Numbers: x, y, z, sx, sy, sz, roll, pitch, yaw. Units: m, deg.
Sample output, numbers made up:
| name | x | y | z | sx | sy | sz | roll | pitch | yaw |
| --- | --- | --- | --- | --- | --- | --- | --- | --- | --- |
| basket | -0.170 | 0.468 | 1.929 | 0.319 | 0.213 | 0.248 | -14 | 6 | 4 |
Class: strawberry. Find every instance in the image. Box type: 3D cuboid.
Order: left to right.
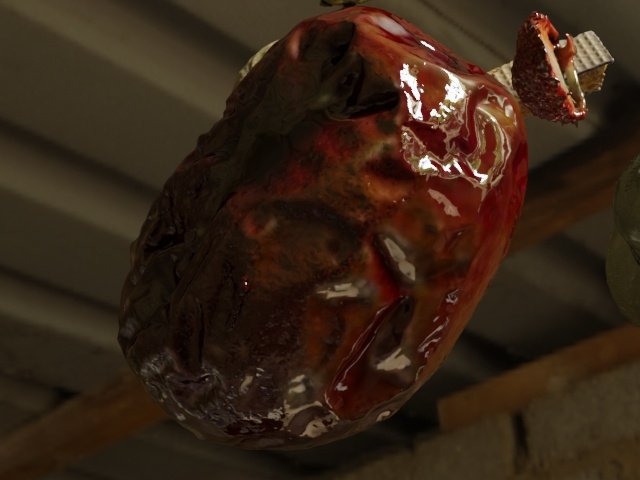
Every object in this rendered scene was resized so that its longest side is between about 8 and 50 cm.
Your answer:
| name | x | y | z | sx | sy | sz | roll | pitch | yaw |
| --- | --- | --- | --- | --- | --- | --- | --- | --- | --- |
| strawberry | 0.285 | -0.236 | 1.907 | 0.087 | 0.167 | 0.208 | -19 | -24 | 21 |

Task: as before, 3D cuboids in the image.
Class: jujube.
| name | x | y | z | sx | sy | sz | roll | pitch | yaw |
| --- | --- | --- | --- | --- | --- | --- | --- | --- | --- |
| jujube | 0.000 | 0.002 | 1.168 | 0.276 | 0.276 | 0.377 | 15 | -65 | -31 |

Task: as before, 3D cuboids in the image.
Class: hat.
| name | x | y | z | sx | sy | sz | roll | pitch | yaw |
| --- | --- | --- | --- | --- | --- | --- | --- | --- | --- |
| hat | 0.389 | -0.032 | 1.527 | 0.257 | 0.257 | 0.130 | -25 | -44 | 29 |

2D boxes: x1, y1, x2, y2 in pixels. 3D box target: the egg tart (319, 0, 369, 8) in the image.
| name | x | y | z | sx | sy | sz | roll | pitch | yaw |
| --- | --- | --- | --- | --- | --- | --- | --- | --- | --- |
| egg tart | 0.106 | -0.414 | 1.690 | 0.132 | 0.345 | 0.345 | 21 | -38 | -18 |

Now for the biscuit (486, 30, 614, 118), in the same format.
| name | x | y | z | sx | sy | sz | roll | pitch | yaw |
| --- | --- | --- | --- | --- | --- | --- | --- | --- | --- |
| biscuit | 0.254 | -0.212 | 2.171 | 0.378 | 0.094 | 0.054 | -22 | -42 | -1 |

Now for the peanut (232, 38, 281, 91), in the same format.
| name | x | y | z | sx | sy | sz | roll | pitch | yaw |
| --- | --- | --- | --- | --- | --- | --- | --- | --- | --- |
| peanut | -0.008 | -0.242 | 2.075 | 0.256 | 0.124 | 0.123 | -21 | -23 | -26 |
